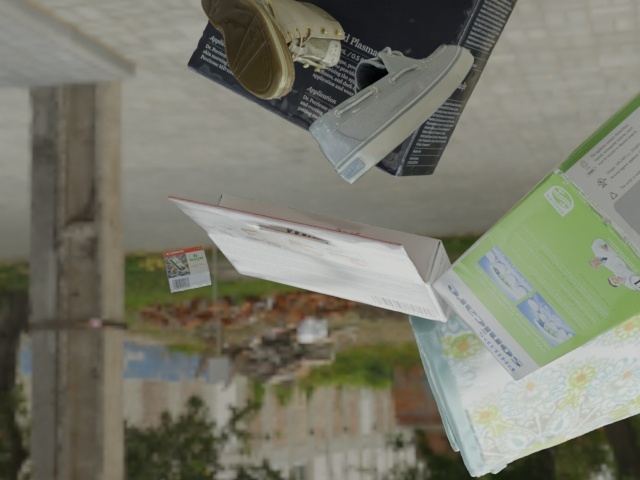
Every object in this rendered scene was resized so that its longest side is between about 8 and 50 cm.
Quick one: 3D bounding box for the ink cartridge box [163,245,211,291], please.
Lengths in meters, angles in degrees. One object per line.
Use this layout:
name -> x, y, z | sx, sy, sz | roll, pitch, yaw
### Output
ink cartridge box -> -0.208, 0.033, 1.832 | 0.063, 0.029, 0.115 | -11, -148, -8

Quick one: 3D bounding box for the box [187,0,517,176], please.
box -> 0.052, -0.298, 1.609 | 0.343, 0.312, 0.179 | 30, -166, 17

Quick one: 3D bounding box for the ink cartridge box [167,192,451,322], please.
ink cartridge box -> 0.000, 0.000, 1.434 | 0.296, 0.066, 0.261 | 12, 161, 21

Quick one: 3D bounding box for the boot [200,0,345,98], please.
boot -> -0.037, -0.232, 1.409 | 0.165, 0.213, 0.077 | 12, 126, -39

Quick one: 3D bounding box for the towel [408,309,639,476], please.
towel -> 0.313, 0.169, 1.711 | 0.321, 0.090, 0.374 | -23, 134, 0

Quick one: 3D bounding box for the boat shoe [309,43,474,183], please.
boat shoe -> 0.068, -0.141, 1.120 | 0.079, 0.081, 0.227 | -38, -174, 47

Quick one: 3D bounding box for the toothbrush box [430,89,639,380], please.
toothbrush box -> 0.236, -0.021, 0.951 | 0.206, 0.122, 0.283 | -39, 173, -21
